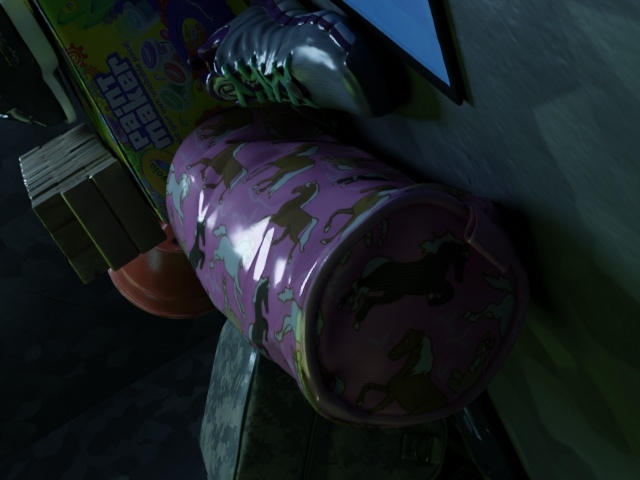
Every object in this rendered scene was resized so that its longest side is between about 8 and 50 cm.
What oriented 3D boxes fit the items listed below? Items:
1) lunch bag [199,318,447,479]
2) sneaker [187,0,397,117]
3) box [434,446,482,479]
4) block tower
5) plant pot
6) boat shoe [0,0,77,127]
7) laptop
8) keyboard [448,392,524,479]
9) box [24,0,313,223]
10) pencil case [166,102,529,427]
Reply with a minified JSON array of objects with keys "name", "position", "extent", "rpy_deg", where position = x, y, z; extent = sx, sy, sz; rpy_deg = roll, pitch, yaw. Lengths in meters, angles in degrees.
[{"name":"lunch bag","position":[-0.001,0.216,1.338],"extent":[0.305,0.256,0.212],"rpy_deg":[-178,100,-78]},{"name":"sneaker","position":[-0.026,-0.116,0.783],"extent":[0.083,0.098,0.224],"rpy_deg":[58,174,-29]},{"name":"box","position":[0.156,0.354,1.369],"extent":[0.184,0.103,0.261],"rpy_deg":[63,171,-6]},{"name":"block tower","position":[-0.248,-0.050,1.134],"extent":[0.097,0.091,0.335],"rpy_deg":[60,171,-18]},{"name":"plant pot","position":[-0.240,-0.030,1.867],"extent":[0.272,0.272,0.265],"rpy_deg":[57,163,12]},{"name":"boat shoe","position":[-0.317,-0.174,1.102],"extent":[0.114,0.091,0.302],"rpy_deg":[59,170,9]},{"name":"laptop","position":[-0.062,-0.194,0.606],"extent":[0.234,0.264,0.136],"rpy_deg":[49,130,46]},{"name":"keyboard","position":[0.144,0.164,1.046],"extent":[0.180,0.023,0.108],"rpy_deg":[63,164,-21]},{"name":"box","position":[-0.168,-0.196,1.074],"extent":[0.290,0.177,0.279],"rpy_deg":[62,171,-15]},{"name":"pencil case","position":[0.000,0.000,0.804],"extent":[0.386,0.160,0.167],"rpy_deg":[-140,52,-64]}]
